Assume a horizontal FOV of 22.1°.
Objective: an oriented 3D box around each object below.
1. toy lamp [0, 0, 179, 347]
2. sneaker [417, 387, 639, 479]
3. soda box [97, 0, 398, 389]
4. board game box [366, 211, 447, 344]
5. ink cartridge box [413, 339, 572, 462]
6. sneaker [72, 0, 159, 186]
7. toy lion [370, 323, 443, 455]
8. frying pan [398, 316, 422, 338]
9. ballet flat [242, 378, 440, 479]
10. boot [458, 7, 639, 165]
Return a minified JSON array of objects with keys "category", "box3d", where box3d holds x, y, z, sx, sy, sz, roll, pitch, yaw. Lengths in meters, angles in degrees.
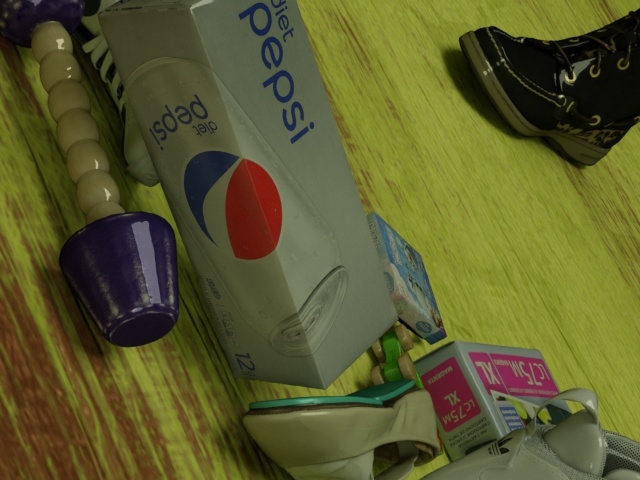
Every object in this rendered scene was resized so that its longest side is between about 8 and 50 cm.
[{"category":"toy lamp","box3d":[-0.155,-0.057,1.088,0.080,0.080,0.275,20,43,-54]},{"category":"sneaker","box3d":[0.205,0.278,1.159,0.366,0.210,0.137,50,12,-10]},{"category":"soda box","box3d":[-0.044,-0.044,1.112,0.098,0.091,0.286,-39,121,-40]},{"category":"board game box","box3d":[0.070,0.033,1.397,0.090,0.020,0.090,40,27,-49]},{"category":"ink cartridge box","box3d":[0.202,0.236,1.424,0.185,0.065,0.311,11,51,-58]},{"category":"sneaker","box3d":[-0.147,-0.147,1.207,0.153,0.094,0.235,39,33,-22]},{"category":"toy lion","box3d":[0.075,0.129,1.345,0.096,0.034,0.100,62,10,-18]},{"category":"frying pan","box3d":[-0.010,-0.027,1.362,0.326,0.053,0.197,33,35,-63]},{"category":"ballet flat","box3d":[0.024,0.146,1.181,0.248,0.086,0.086,2,58,-63]},{"category":"boot","box3d":[0.364,-0.238,2.054,0.377,0.284,0.138,25,39,-52]}]
